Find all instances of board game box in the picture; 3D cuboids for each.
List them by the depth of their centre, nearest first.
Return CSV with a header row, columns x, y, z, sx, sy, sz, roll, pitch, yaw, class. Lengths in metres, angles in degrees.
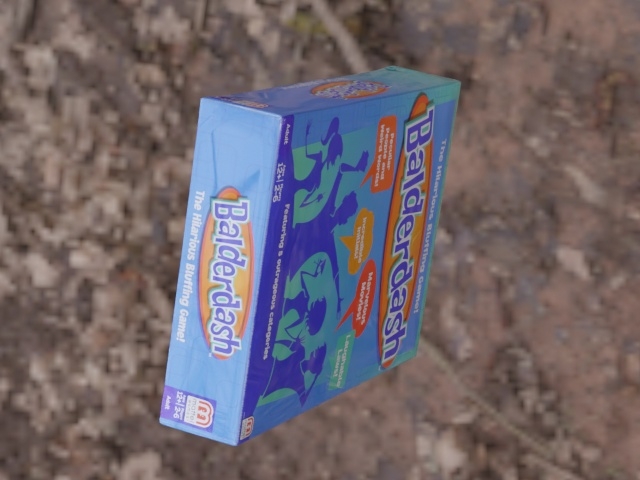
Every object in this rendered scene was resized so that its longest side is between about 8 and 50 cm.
x,y,z,sx,sy,sz,roll,pitch,yaw,class
0.000,0.000,0.981,0.047,0.210,0.160,14,105,24,board game box
